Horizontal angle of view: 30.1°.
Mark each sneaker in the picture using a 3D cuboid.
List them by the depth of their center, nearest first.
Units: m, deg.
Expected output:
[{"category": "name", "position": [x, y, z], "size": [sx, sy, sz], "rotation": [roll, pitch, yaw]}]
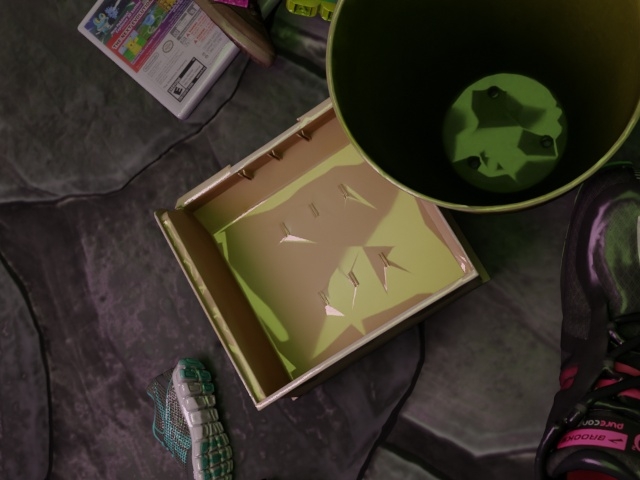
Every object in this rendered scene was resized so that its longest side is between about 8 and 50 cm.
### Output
[{"category": "sneaker", "position": [0.297, 0.161, 1.108], "size": [0.185, 0.202, 0.482], "rotation": [1, 84, 17]}, {"category": "sneaker", "position": [-0.149, 0.218, 1.325], "size": [0.076, 0.065, 0.166], "rotation": [-21, 74, 31]}, {"category": "sneaker", "position": [-0.102, -0.276, 1.333], "size": [0.071, 0.066, 0.188], "rotation": [-44, 75, 3]}]

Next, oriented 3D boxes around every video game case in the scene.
[{"category": "video game case", "position": [-0.163, -0.273, 1.400], "size": [0.183, 0.023, 0.201], "rotation": [41, 97, 17]}]

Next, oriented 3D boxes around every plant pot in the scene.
[{"category": "plant pot", "position": [0.169, -0.139, 1.130], "size": [0.275, 0.293, 0.274], "rotation": [-2, 82, 12]}]

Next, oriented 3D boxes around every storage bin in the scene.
[{"category": "storage bin", "position": [0.000, 0.000, 1.263], "size": [0.262, 0.123, 0.260], "rotation": [-33, 75, 12]}]

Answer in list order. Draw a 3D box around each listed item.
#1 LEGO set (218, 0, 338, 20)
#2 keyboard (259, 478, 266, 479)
[{"category": "LEGO set", "position": [-0.001, -0.299, 1.285], "size": [0.227, 0.087, 0.093], "rotation": [12, 65, -3]}, {"category": "keyboard", "position": [-0.032, 0.351, 1.286], "size": [0.100, 0.038, 0.192], "rotation": [-33, 75, 35]}]
